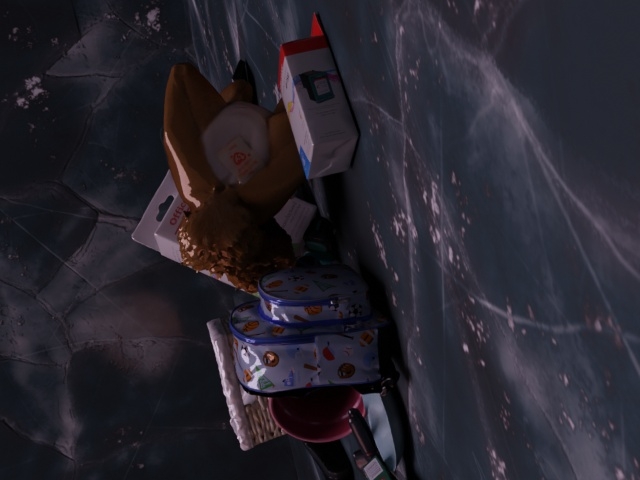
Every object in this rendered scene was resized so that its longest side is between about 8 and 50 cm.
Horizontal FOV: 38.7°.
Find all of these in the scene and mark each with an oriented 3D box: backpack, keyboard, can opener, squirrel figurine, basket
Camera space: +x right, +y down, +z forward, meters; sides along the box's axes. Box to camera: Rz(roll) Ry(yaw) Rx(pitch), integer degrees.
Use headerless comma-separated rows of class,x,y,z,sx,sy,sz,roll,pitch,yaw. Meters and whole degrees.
backpack,-0.024,0.159,1.560,0.276,0.263,0.213,-144,41,-76
keyboard,-0.200,-0.294,2.405,0.202,0.033,0.317,-87,-8,-51
can opener,0.091,0.399,1.762,0.059,0.073,0.186,-111,-1,-54
squirrel figurine,-0.153,-0.103,1.722,0.370,0.281,0.397,150,129,-87
basket,-0.154,0.368,2.576,0.331,0.266,0.328,-168,64,-78

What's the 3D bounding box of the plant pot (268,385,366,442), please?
plant pot,-0.005,0.286,1.897,0.180,0.201,0.201,-91,-6,-60

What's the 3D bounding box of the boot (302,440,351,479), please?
boot,0.022,0.633,2.468,0.246,0.094,0.207,-132,32,-56

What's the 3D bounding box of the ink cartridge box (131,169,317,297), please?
ink cartridge box,-0.208,-0.036,1.925,0.119,0.353,0.207,97,-163,-68

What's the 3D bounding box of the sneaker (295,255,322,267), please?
sneaker,0.003,0.118,1.819,0.211,0.080,0.081,67,167,-15

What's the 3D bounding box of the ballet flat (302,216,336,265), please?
ballet flat,0.000,0.000,1.799,0.203,0.074,0.074,88,165,-74

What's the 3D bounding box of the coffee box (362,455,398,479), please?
coffee box,0.140,0.467,1.611,0.113,0.040,0.184,51,178,-20

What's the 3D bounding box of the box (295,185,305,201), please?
box,-0.084,-0.112,2.105,0.231,0.056,0.183,-129,25,-68

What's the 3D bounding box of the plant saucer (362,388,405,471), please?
plant saucer,0.118,0.318,1.651,0.195,0.037,0.195,166,90,-81

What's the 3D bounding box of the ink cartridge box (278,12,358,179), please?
ink cartridge box,-0.014,-0.233,1.475,0.134,0.078,0.231,103,151,-69
